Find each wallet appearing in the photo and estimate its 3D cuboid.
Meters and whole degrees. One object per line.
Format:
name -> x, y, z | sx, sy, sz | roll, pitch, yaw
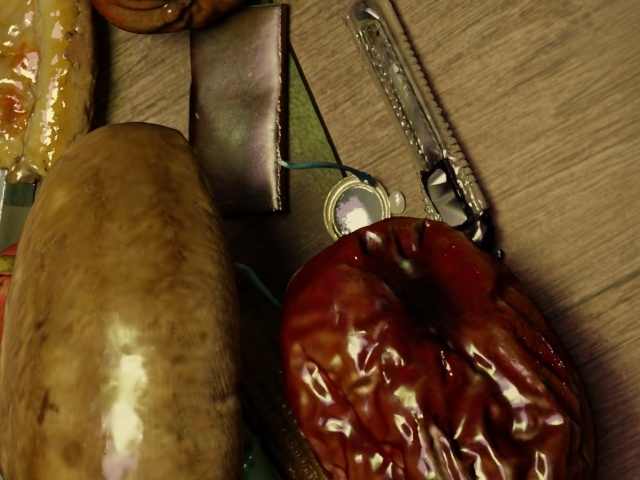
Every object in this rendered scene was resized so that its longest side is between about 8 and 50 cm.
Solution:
wallet -> -0.100, -0.156, 1.748 | 0.137, 0.031, 0.255 | -2, 85, 28

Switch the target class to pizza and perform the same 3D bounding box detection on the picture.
pizza -> -0.424, -0.303, 1.839 | 0.435, 0.080, 0.392 | 25, 88, 14

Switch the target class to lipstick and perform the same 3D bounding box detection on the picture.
lipstick -> -0.430, 0.047, 1.886 | 0.066, 0.068, 0.317 | 8, 91, 25

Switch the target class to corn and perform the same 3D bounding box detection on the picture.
corn -> -0.006, 0.221, 1.623 | 0.120, 0.120, 0.363 | -43, 68, 19

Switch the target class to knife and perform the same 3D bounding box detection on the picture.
knife -> 0.104, -0.123, 1.631 | 0.089, 0.043, 0.365 | -28, 73, 22

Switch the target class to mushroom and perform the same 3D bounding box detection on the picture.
mushroom -> -0.198, 0.076, 1.457 | 0.224, 0.313, 0.397 | 3, 92, -16

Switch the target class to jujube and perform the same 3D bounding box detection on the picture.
jujube -> 0.120, 0.162, 1.472 | 0.276, 0.276, 0.377 | -36, 73, 21

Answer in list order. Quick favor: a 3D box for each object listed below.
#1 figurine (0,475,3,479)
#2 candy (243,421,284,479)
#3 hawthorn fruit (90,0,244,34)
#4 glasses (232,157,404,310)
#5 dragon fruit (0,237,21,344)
figurine -> -0.479, 0.304, 1.818 | 0.382, 0.205, 0.224 | 11, 127, 37
candy -> -0.099, 0.352, 1.625 | 0.263, 0.172, 0.398 | -25, 76, 57
hawthorn fruit -> -0.183, -0.374, 1.686 | 0.258, 0.258, 0.262 | -28, 91, 24
glasses -> -0.024, -0.010, 1.595 | 0.088, 0.220, 0.190 | 22, 86, 39
dragon fruit -> -0.276, 0.078, 1.700 | 0.291, 0.269, 0.250 | -40, 77, 27
